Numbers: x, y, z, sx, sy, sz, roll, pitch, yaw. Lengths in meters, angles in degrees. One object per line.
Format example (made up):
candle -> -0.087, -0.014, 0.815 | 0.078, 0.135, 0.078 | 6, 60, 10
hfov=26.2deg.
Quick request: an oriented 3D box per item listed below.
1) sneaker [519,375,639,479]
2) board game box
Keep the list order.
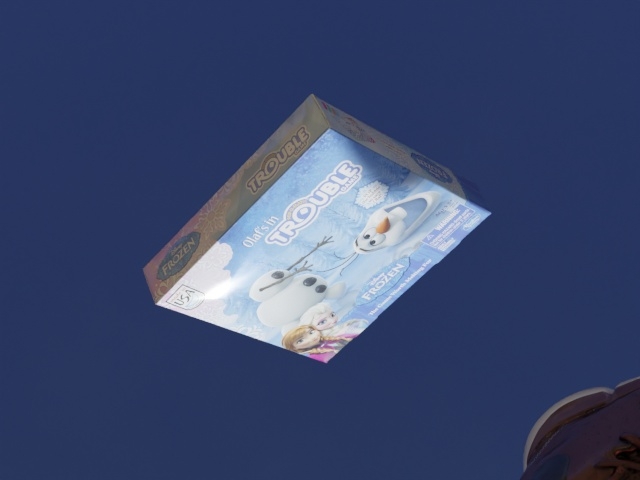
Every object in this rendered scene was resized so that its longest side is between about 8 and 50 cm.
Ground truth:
sneaker -> 0.211, 0.117, 0.730 | 0.106, 0.281, 0.162 | 52, -146, -1
board game box -> 0.000, 0.000, 0.485 | 0.090, 0.090, 0.020 | -44, -133, 22
